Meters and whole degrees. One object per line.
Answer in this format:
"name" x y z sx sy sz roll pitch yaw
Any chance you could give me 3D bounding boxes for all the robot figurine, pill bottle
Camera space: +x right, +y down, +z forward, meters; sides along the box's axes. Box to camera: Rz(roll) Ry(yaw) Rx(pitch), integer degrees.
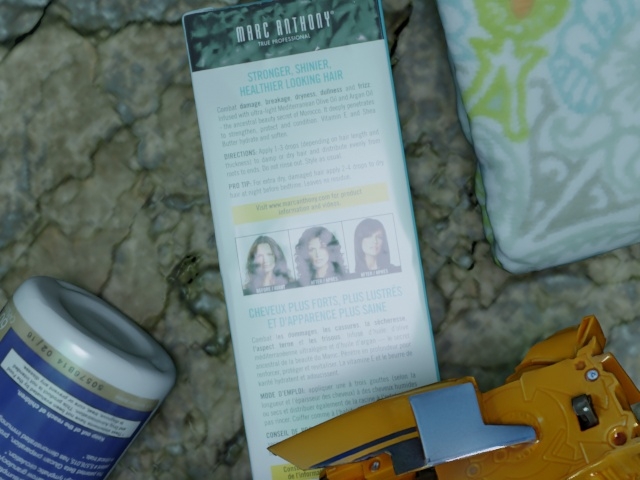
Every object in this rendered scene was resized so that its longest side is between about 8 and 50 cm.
"robot figurine" 0.022 0.149 0.408 0.291 0.085 0.211 -27 132 20
"pill bottle" -0.158 0.111 0.465 0.094 0.094 0.169 36 92 5

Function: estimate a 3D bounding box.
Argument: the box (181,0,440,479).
"box" 0.000 0.000 0.471 0.100 0.060 0.244 -9 88 4

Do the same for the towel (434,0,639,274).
"towel" 0.192 -0.192 0.395 0.320 0.090 0.375 -15 111 8
